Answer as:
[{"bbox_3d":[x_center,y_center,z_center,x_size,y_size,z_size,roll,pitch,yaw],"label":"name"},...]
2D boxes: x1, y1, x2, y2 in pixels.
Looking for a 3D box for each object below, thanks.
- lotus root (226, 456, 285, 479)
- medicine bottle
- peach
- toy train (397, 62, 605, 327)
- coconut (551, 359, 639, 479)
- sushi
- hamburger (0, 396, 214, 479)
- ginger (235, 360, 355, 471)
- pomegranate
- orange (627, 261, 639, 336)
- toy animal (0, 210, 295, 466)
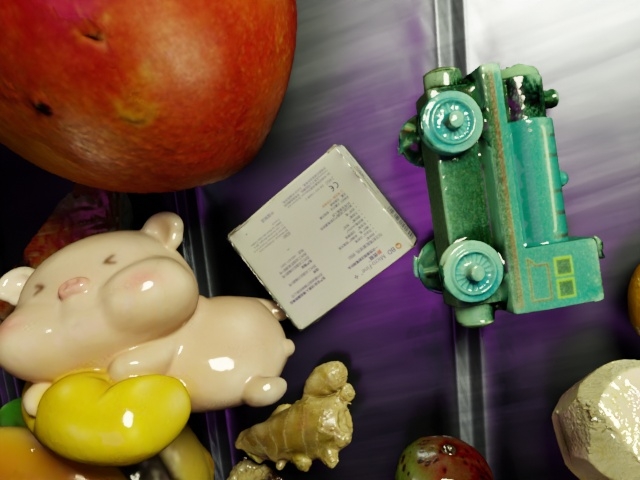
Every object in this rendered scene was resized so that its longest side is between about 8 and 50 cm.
[{"bbox_3d":[-0.042,0.467,0.768,0.169,0.141,0.314,-28,94,21],"label":"lotus root"},{"bbox_3d":[0.000,0.000,0.716,0.201,0.052,0.171,-40,89,17],"label":"medicine bottle"},{"bbox_3d":[-0.197,-0.229,0.574,0.388,0.388,0.388,3,101,13],"label":"peach"},{"bbox_3d":[0.202,-0.055,0.621,0.194,0.120,0.298,-8,91,-5],"label":"toy train"},{"bbox_3d":[0.356,0.219,0.626,0.147,0.153,0.147,-3,65,6],"label":"coconut"},{"bbox_3d":[-0.367,0.050,0.785,0.124,0.130,0.332,44,102,8],"label":"sushi"},{"bbox_3d":[-0.373,0.392,0.766,0.396,0.277,0.396,2,101,12],"label":"hamburger"},{"bbox_3d":[-0.022,0.267,0.756,0.205,0.081,0.115,-44,77,17],"label":"ginger"},{"bbox_3d":[0.168,0.333,0.701,0.129,0.129,0.159,-23,101,17],"label":"pomegranate"},{"bbox_3d":[0.424,0.067,0.587,0.156,0.124,0.156,2,98,11],"label":"orange"},{"bbox_3d":[-0.205,0.097,0.630,0.345,0.277,0.247,-7,101,-7],"label":"toy animal"}]
